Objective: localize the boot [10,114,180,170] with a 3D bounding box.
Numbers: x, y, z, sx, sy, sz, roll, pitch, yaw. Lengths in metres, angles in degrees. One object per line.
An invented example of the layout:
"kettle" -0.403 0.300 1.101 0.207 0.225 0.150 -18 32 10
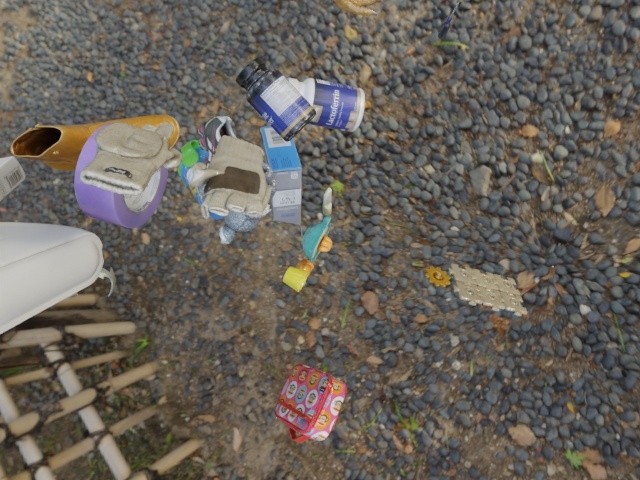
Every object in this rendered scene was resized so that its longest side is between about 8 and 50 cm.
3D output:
"boot" -0.471 -0.211 1.084 0.296 0.211 0.104 -15 89 11

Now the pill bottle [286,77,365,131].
"pill bottle" 0.005 -0.466 1.735 0.265 0.153 0.153 6 90 -15

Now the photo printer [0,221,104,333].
"photo printer" -0.498 0.043 0.754 0.256 0.307 0.106 3 103 7

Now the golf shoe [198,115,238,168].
"golf shoe" -0.299 -0.250 1.582 0.120 0.105 0.272 -12 96 44

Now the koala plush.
"koala plush" -0.210 -0.109 1.383 0.196 0.203 0.221 -33 41 25

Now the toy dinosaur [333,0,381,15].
"toy dinosaur" -0.002 -0.188 0.282 0.212 0.112 0.064 -13 60 -9

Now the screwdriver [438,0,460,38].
"screwdriver" 0.390 -0.669 1.497 0.024 0.169 0.025 20 52 -4

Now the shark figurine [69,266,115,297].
"shark figurine" -0.665 0.079 1.368 0.116 0.278 0.166 51 126 22

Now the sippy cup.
"sippy cup" -0.358 -0.203 1.777 0.240 0.306 0.224 -57 46 35

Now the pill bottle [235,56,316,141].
"pill bottle" -0.125 -0.391 1.407 0.123 0.122 0.219 -42 99 17

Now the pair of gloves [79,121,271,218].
"pair of gloves" -0.186 -0.099 0.705 0.204 0.240 0.042 -105 31 -52

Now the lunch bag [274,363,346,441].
"lunch bag" -0.047 0.599 1.852 0.293 0.120 0.258 -4 57 60

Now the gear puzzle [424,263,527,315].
"gear puzzle" 0.486 0.157 1.626 0.339 0.175 0.044 14 129 -12

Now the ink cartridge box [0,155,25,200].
"ink cartridge box" -0.695 -0.082 0.926 0.233 0.189 0.066 -14 120 0

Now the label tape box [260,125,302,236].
"label tape box" -0.137 -0.197 1.790 0.106 0.333 0.240 -9 49 -9

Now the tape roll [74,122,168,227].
"tape roll" -0.374 -0.123 0.975 0.080 0.189 0.188 15 94 8

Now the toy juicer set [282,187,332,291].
"toy juicer set" 0.000 0.000 1.606 0.090 0.209 0.328 25 97 8
